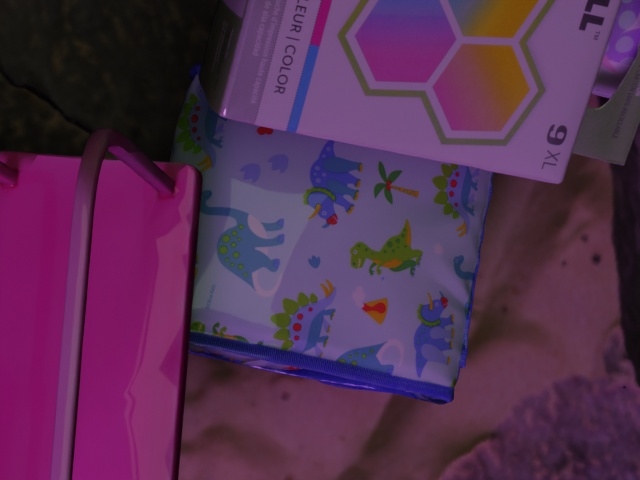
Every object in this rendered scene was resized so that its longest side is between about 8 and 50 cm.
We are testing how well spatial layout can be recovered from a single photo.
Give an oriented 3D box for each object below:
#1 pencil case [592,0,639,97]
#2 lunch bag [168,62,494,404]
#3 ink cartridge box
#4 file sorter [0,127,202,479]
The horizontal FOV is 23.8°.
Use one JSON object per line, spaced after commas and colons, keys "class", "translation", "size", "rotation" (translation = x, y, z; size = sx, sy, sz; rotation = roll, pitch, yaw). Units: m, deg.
{"class": "pencil case", "translation": [0.130, -0.120, 0.736], "size": [0.273, 0.113, 0.124], "rotation": [4, 77, -15]}
{"class": "lunch bag", "translation": [0.000, 0.000, 0.703], "size": [0.151, 0.096, 0.129], "rotation": [11, 83, -4]}
{"class": "ink cartridge box", "translation": [0.064, -0.090, 0.637], "size": [0.209, 0.062, 0.109], "rotation": [11, 108, -17]}
{"class": "file sorter", "translation": [-0.207, 0.051, 0.561], "size": [0.290, 0.182, 0.202], "rotation": [4, 84, 4]}
